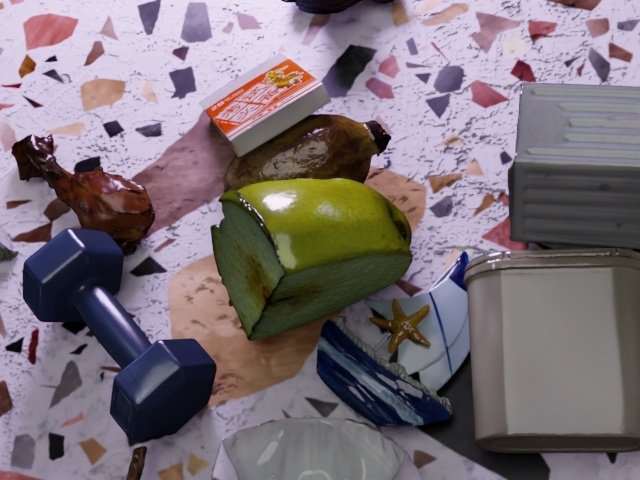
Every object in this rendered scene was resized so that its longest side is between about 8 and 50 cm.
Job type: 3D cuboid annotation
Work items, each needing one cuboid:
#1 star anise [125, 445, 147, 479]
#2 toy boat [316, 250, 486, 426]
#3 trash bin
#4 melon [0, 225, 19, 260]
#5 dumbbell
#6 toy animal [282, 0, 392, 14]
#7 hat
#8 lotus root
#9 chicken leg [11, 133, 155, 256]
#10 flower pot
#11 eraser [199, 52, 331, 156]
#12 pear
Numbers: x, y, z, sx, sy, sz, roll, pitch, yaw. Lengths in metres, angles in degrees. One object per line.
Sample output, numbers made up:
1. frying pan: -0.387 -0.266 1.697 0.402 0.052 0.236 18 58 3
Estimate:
1. star anise: -0.269 0.457 1.381 0.292 0.109 0.350 34 75 19
2. toy boat: 0.141 0.125 1.489 0.220 0.067 0.291 38 66 25
3. trash bin: 0.307 0.142 1.392 0.243 0.121 0.248 -1 67 8
4. melon: -0.572 -0.019 1.703 0.202 0.093 0.139 42 108 -2
5. dumbbell: -0.285 0.128 1.522 0.316 0.156 0.144 45 111 27
6. toy animal: 0.037 -0.412 1.753 0.179 0.116 0.219 23 40 -6
7. hat: -0.010 0.380 1.358 0.257 0.168 0.302 3 89 -3
8. lotus root: -0.019 -0.105 1.582 0.260 0.128 0.145 -26 76 6
9. chicken leg: -0.382 -0.082 1.682 0.304 0.093 0.113 29 85 28
10. flower pot: 0.353 -0.101 1.451 0.189 0.209 0.239 3 64 13
11. eraser: -0.089 -0.209 1.629 0.157 0.038 0.230 -32 26 -4
12. pear: 0.000 0.000 1.460 0.292 0.292 0.159 -20 71 3
